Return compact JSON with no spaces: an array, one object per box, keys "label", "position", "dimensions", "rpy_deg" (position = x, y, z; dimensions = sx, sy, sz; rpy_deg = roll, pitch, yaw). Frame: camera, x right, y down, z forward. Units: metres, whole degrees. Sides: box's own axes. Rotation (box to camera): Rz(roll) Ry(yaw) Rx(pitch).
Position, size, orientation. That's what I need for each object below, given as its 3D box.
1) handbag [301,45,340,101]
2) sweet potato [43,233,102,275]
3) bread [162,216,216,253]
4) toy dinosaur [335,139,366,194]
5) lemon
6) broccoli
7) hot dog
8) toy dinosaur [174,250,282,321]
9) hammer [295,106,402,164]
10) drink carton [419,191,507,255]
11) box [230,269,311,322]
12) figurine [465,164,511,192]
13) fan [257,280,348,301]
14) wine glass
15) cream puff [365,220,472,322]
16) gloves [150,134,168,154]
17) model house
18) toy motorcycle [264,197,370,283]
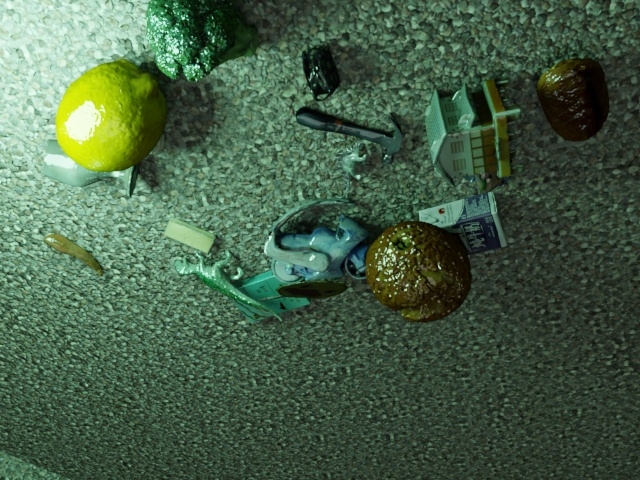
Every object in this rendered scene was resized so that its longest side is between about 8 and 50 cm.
[{"label":"handbag","position":[-0.009,-0.385,1.571],"dimensions":[0.072,0.139,0.115],"rpy_deg":[-6,131,19]},{"label":"sweet potato","position":[-0.760,0.040,2.041],"dimensions":[0.050,0.050,0.214],"rpy_deg":[-34,126,28]},{"label":"bread","position":[-0.395,-0.015,1.980],"dimensions":[0.153,0.028,0.068],"rpy_deg":[23,128,-13]},{"label":"toy dinosaur","position":[0.079,-0.200,1.770],"dimensions":[0.082,0.039,0.209],"rpy_deg":[22,144,9]},{"label":"lemon","position":[-0.508,-0.303,1.606],"dimensions":[0.320,0.245,0.245],"rpy_deg":[-35,120,24]},{"label":"broccoli","position":[-0.257,-0.482,1.463],"dimensions":[0.270,0.270,0.270],"rpy_deg":[5,140,-45]},{"label":"hot dog","position":[0.617,-0.345,1.587],"dimensions":[0.160,0.099,0.227],"rpy_deg":[-15,128,16]},{"label":"toy dinosaur","position":[-0.267,0.111,2.019],"dimensions":[0.383,0.129,0.076],"rpy_deg":[23,170,11]},{"label":"hammer","position":[0.075,-0.295,1.707],"dimensions":[0.289,0.037,0.137],"rpy_deg":[15,130,-9]},{"label":"drink carton","position":[0.402,-0.035,1.865],"dimensions":[0.222,0.102,0.134],"rpy_deg":[-15,130,18]},{"label":"box","position":[-0.167,0.176,2.115],"dimensions":[0.229,0.041,0.162],"rpy_deg":[-19,126,19]},{"label":"figurine","position":[0.412,-0.178,1.722],"dimensions":[0.178,0.144,0.114],"rpy_deg":[9,127,11]},{"label":"fan","position":[-0.059,0.158,2.000],"dimensions":[0.335,0.011,0.229],"rpy_deg":[-14,160,34]},{"label":"wine glass","position":[-0.621,-0.199,1.781],"dimensions":[0.241,0.126,0.126],"rpy_deg":[11,130,-8]},{"label":"cream puff","position":[0.273,0.102,1.793],"dimensions":[0.303,0.212,0.303],"rpy_deg":[0,132,0]},{"label":"gloves","position":[-0.442,-0.259,1.778],"dimensions":[0.044,0.037,0.081],"rpy_deg":[-7,134,-39]},{"label":"model house","position":[0.371,-0.260,1.595],"dimensions":[0.215,0.224,0.198],"rpy_deg":[-10,129,11]},{"label":"toy motorcycle","position":[0.001,0.010,1.871],"dimensions":[0.319,0.182,0.241],"rpy_deg":[-5,131,1]}]
